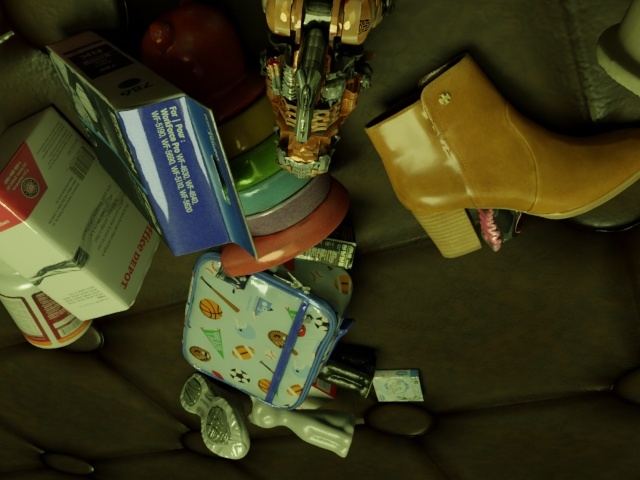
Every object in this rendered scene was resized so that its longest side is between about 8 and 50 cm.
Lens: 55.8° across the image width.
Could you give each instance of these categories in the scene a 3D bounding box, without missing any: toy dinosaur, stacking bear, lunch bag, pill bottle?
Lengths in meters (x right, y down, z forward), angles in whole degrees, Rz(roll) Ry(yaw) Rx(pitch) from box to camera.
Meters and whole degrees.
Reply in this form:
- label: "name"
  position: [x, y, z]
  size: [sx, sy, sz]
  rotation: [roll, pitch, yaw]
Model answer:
- label: "toy dinosaur"
  position: [0.012, -0.211, 0.535]
  size: [0.164, 0.218, 0.322]
  rotation: [24, 134, -14]
- label: "stacking bear"
  position: [-0.097, -0.127, 0.693]
  size: [0.164, 0.175, 0.289]
  rotation: [-12, 125, 31]
- label: "lunch bag"
  position: [-0.082, 0.125, 0.934]
  size: [0.243, 0.115, 0.303]
  rotation: [27, 133, 6]
- label: "pill bottle"
  position: [-0.456, 0.066, 0.974]
  size: [0.121, 0.121, 0.221]
  rotation: [4, 136, 6]

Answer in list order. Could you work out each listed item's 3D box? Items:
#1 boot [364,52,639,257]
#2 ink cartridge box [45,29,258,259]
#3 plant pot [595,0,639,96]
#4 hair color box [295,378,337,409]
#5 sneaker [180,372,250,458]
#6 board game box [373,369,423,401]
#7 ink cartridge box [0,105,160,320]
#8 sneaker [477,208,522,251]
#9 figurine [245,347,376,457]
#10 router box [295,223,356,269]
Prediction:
- label: "boot"
  position: [0.217, -0.121, 0.687]
  size: [0.295, 0.104, 0.211]
  rotation: [-26, 111, 13]
- label: "ink cartridge box"
  position: [-0.186, -0.101, 0.626]
  size: [0.065, 0.333, 0.165]
  rotation: [-30, 130, -22]
- label: "plant pot"
  position: [0.407, -0.241, 0.397]
  size: [0.334, 0.334, 0.305]
  rotation: [8, 125, 2]
- label: "hair color box"
  position: [-0.038, 0.311, 1.217]
  size: [0.072, 0.043, 0.141]
  rotation: [35, 130, -24]
- label: "sneaker"
  position: [-0.182, 0.345, 1.193]
  size: [0.115, 0.232, 0.090]
  rotation: [30, 95, -39]
- label: "board game box"
  position: [0.150, 0.281, 1.171]
  size: [0.090, 0.020, 0.090]
  rotation: [-5, 135, 13]
- label: "ink cartridge box"
  position: [-0.342, -0.029, 0.818]
  size: [0.100, 0.172, 0.237]
  rotation: [-17, 131, 25]
- label: "sneaker"
  position: [0.242, -0.041, 0.809]
  size: [0.057, 0.047, 0.119]
  rotation: [-22, 133, 1]
- label: "figurine"
  position: [-0.027, 0.279, 1.112]
  size: [0.209, 0.092, 0.214]
  rotation: [17, 107, 3]
- label: "router box"
  position: [0.000, 0.000, 0.830]
  size: [0.092, 0.122, 0.038]
  rotation: [11, 102, -1]
